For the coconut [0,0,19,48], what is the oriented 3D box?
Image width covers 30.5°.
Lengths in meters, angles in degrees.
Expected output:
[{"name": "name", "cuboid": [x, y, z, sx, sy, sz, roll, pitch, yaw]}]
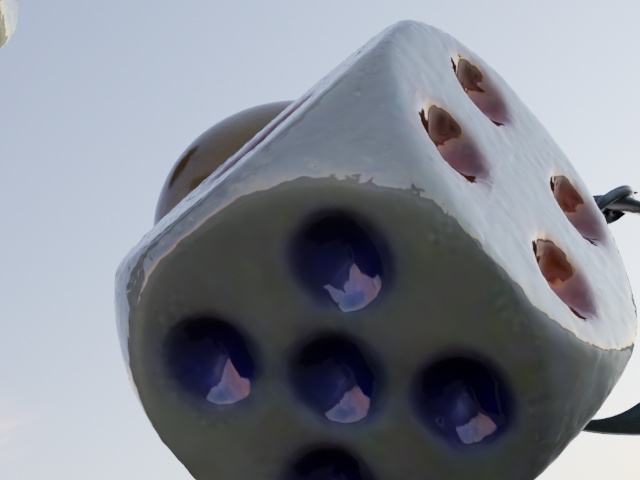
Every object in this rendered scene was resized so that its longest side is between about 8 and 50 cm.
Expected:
[{"name": "coconut", "cuboid": [-0.544, -0.346, 1.630, 0.237, 0.237, 0.266, -17, -26, -12]}]

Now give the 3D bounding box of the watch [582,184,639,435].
[{"name": "watch", "cuboid": [0.230, 0.056, 0.969, 0.206, 0.193, 0.068, -66, -21, -5]}]

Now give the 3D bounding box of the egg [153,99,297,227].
[{"name": "egg", "cuboid": [0.000, 0.000, 1.202, 0.351, 0.282, 0.282, 9, -34, -27]}]

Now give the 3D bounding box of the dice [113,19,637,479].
[{"name": "dice", "cuboid": [0.040, 0.029, 0.762, 0.243, 0.251, 0.259, -37, 9, 24]}]
